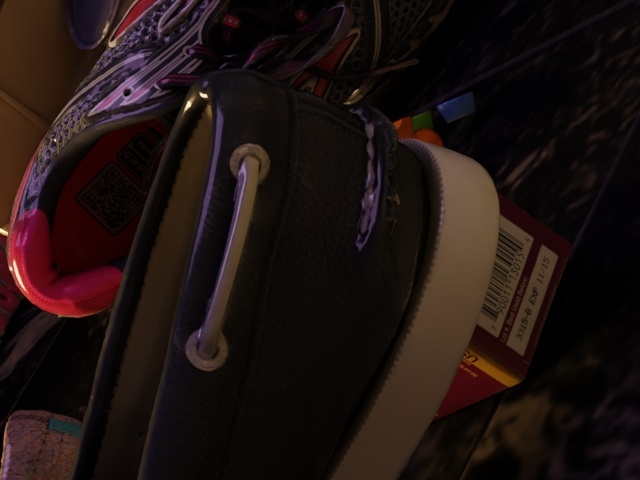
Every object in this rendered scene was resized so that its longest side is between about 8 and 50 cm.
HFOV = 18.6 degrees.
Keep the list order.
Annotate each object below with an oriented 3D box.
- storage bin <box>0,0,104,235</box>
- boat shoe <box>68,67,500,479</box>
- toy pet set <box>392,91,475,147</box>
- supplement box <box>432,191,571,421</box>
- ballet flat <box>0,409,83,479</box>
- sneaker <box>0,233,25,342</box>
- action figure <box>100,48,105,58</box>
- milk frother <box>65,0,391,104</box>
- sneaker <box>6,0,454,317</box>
[{"bbox_3d":[-0.226,-0.147,1.095,0.262,0.123,0.260,7,71,54],"label":"storage bin"},{"bbox_3d":[-0.053,0.098,0.560,0.302,0.091,0.114,-68,21,-1],"label":"boat shoe"},{"bbox_3d":[0.000,0.000,0.791,0.114,0.065,0.122,-23,1,-31],"label":"toy pet set"},{"bbox_3d":[0.033,0.024,0.621,0.083,0.043,0.055,-32,29,54],"label":"supplement box"},{"bbox_3d":[-0.170,0.191,0.760,0.316,0.106,0.107,-53,15,7],"label":"ballet flat"},{"bbox_3d":[-0.260,0.059,1.404,0.075,0.063,0.170,-31,23,56],"label":"sneaker"},{"bbox_3d":[-0.123,-0.091,1.151,0.164,0.141,0.275,-38,23,15],"label":"action figure"},{"bbox_3d":[-0.038,-0.119,0.966,0.143,0.135,0.129,-37,54,55],"label":"milk frother"},{"bbox_3d":[-0.029,-0.081,0.870,0.299,0.121,0.112,-53,4,15],"label":"sneaker"}]
